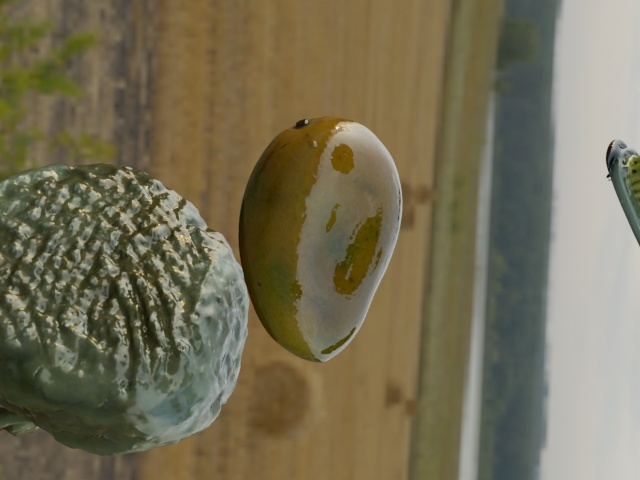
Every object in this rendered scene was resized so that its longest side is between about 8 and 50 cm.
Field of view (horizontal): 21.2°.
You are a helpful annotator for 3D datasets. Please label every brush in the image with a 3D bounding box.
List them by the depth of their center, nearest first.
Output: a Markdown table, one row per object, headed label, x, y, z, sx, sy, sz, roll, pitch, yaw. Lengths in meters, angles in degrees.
| label | x | y | z | sx | sy | sz | roll | pitch | yaw |
| --- | --- | --- | --- | --- | --- | --- | --- | --- | --- |
| brush | 0.342 | 0.036 | 1.547 | 0.068 | 0.060 | 0.297 | -45 | 114 | -52 |

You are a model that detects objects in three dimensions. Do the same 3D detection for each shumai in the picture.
| label | x | y | z | sx | sy | sz | roll | pitch | yaw |
| --- | --- | --- | --- | --- | --- | --- | --- | --- | --- |
| shumai | -0.170 | 0.085 | 1.352 | 0.225 | 0.260 | 0.222 | -39 | 148 | -31 |

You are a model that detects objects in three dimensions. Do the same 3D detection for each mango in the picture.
| label | x | y | z | sx | sy | sz | roll | pitch | yaw |
| --- | --- | --- | --- | --- | --- | --- | --- | --- | --- |
| mango | -0.004 | -0.004 | 1.157 | 0.163 | 0.111 | 0.089 | -70 | -161 | -3 |
